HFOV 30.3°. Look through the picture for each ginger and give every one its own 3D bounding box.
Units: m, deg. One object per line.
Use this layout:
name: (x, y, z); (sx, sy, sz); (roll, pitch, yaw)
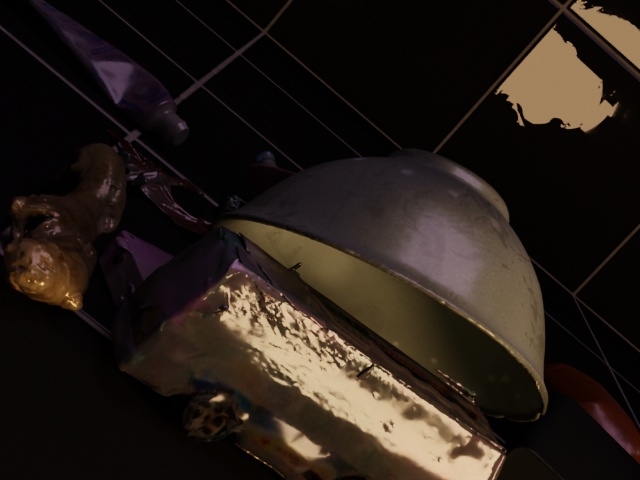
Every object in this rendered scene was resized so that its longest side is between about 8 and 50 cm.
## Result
ginger: (-0.206, -0.019, 0.951); (0.089, 0.075, 0.288); (32, 19, -16)

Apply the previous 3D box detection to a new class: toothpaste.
toothpaste: (-0.273, -0.222, 1.449); (0.301, 0.048, 0.075); (43, 24, 15)

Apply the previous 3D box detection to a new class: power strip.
power strip: (-0.076, 0.080, 1.045); (0.279, 0.037, 0.109); (31, 17, -39)

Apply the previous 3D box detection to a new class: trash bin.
trash bin: (0.253, 0.269, 1.230); (0.165, 0.115, 0.225); (46, 18, 13)

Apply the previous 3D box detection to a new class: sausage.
sausage: (0.315, 0.234, 1.453); (0.133, 0.133, 0.258); (38, 6, -14)

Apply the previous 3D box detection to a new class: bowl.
bowl: (0.076, 0.012, 0.997); (0.313, 0.146, 0.313); (28, -17, 9)

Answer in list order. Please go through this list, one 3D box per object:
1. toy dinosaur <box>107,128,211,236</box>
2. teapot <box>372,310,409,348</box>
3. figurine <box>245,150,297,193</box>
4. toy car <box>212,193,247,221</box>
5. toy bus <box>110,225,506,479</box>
toy dinosaur: (-0.173, -0.064, 1.254); (0.220, 0.032, 0.108); (47, 17, 31)
teapot: (0.072, 0.090, 1.228); (0.183, 0.173, 0.269); (10, -42, 49)
figurine: (-0.012, 0.001, 1.404); (0.260, 0.103, 0.205); (51, -20, 42)
toy car: (-0.067, 0.017, 1.232); (0.095, 0.056, 0.205); (37, 12, -25)
toy bus: (-0.004, 0.119, 0.911); (0.317, 0.138, 0.112); (37, 12, -26)
